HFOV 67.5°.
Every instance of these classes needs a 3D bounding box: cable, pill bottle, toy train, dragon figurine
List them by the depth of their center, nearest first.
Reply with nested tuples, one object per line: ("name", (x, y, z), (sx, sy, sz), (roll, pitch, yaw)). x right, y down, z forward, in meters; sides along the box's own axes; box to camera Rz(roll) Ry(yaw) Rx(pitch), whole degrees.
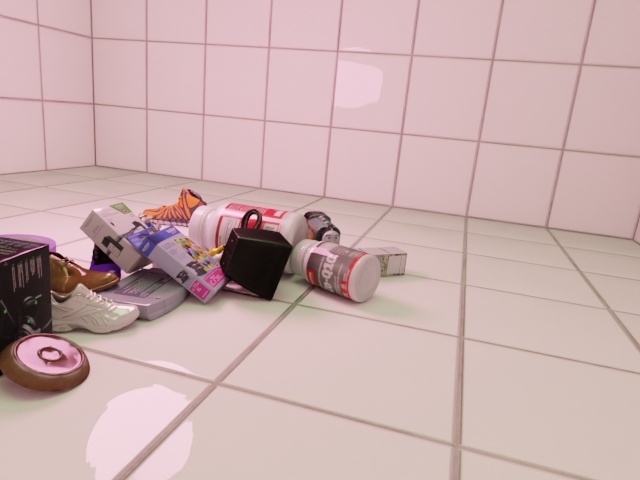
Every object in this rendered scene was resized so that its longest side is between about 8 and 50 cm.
("pill bottle", (0.046, 0.092, 1.613), (0.283, 0.161, 0.161), (16, 18, 38))
("cable", (-0.288, 0.021, 1.623), (0.139, 0.287, 0.072), (41, 2, 24))
("pill bottle", (-0.270, -0.017, 1.787), (0.408, 0.229, 0.229), (10, 15, 15))
("toy train", (0.000, 0.000, 1.891), (0.142, 0.190, 0.334), (1, 15, -13))
("dragon figurine", (-0.718, -0.014, 1.897), (0.085, 0.144, 0.289), (13, 35, 21))

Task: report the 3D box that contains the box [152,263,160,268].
("box", (-0.524, 0.065, 1.661), (0.101, 0.087, 0.102), (-3, 17, -29))

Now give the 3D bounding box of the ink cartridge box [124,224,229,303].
("ink cartridge box", (-0.429, 0.053, 1.483), (0.311, 0.065, 0.186), (37, 14, -2))

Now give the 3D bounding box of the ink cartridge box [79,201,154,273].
("ink cartridge box", (-0.615, -0.010, 1.506), (0.208, 0.087, 0.153), (44, 19, 0))

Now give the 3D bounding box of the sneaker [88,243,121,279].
("sneaker", (-0.693, 0.051, 1.535), (0.102, 0.146, 0.293), (0, 15, -20))

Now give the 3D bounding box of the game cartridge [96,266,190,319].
("game cartridge", (-0.501, 0.152, 1.409), (0.196, 0.060, 0.294), (4, 14, 8))

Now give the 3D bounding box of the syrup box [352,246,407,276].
("syrup box", (0.207, 0.083, 1.838), (0.237, 0.093, 0.096), (-2, 17, -25))

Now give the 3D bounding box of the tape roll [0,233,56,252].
("tape roll", (-0.999, 0.055, 1.529), (0.275, 0.090, 0.275), (4, 15, -1))

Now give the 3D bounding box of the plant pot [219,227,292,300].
("plant pot", (-0.217, 0.057, 1.522), (0.167, 0.187, 0.188), (18, 9, -24))

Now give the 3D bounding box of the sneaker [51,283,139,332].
("sneaker", (-0.577, 0.165, 1.198), (0.232, 0.115, 0.090), (0, 15, -18))

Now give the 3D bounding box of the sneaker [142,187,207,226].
("sneaker", (-0.694, -0.168, 2.308), (0.321, 0.180, 0.124), (6, 14, 1))

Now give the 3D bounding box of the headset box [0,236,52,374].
("headset box", (-0.692, 0.142, 0.988), (0.131, 0.246, 0.283), (8, 15, 7))

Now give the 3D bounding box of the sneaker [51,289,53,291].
("sneaker", (-0.820, 0.149, 1.215), (0.276, 0.097, 0.135), (1, 15, -25))

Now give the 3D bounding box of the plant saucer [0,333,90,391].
("plant saucer", (-0.554, 0.240, 0.976), (0.168, 0.029, 0.168), (26, 14, -7))

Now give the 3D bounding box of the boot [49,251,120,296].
("boot", (-0.722, 0.093, 1.353), (0.305, 0.115, 0.112), (0, 11, 7))
